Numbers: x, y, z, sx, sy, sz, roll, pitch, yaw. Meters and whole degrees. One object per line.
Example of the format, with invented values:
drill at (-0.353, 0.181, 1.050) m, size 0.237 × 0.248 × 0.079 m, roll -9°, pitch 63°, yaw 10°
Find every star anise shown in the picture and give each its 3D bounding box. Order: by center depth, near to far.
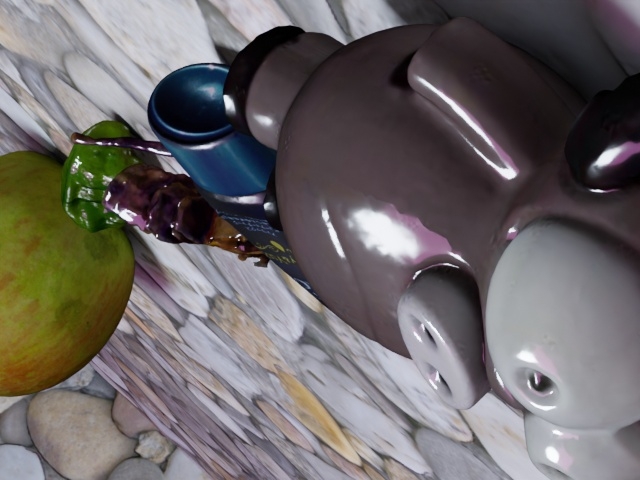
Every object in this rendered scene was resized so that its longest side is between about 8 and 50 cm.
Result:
star anise at (-0.097, -0.032, 0.944) m, size 0.191 × 0.070 × 0.097 m, roll 18°, pitch -175°, yaw 20°

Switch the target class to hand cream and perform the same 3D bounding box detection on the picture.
hand cream at (0.000, 0.000, 0.840) m, size 0.120 × 0.061 × 0.270 m, roll 22°, pitch 161°, yaw 44°

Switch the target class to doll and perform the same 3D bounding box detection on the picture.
doll at (0.068, -0.005, 0.503) m, size 0.257 × 0.117 × 0.182 m, roll 34°, pitch 157°, yaw 43°

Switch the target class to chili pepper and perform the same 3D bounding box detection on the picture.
chili pepper at (-0.178, -0.042, 1.160) m, size 0.072 × 0.073 × 0.204 m, roll 31°, pitch 167°, yaw -4°

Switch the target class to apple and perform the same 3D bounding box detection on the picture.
apple at (-0.311, 0.026, 1.396) m, size 0.246 × 0.226 × 0.246 m, roll 41°, pitch 175°, yaw 4°
